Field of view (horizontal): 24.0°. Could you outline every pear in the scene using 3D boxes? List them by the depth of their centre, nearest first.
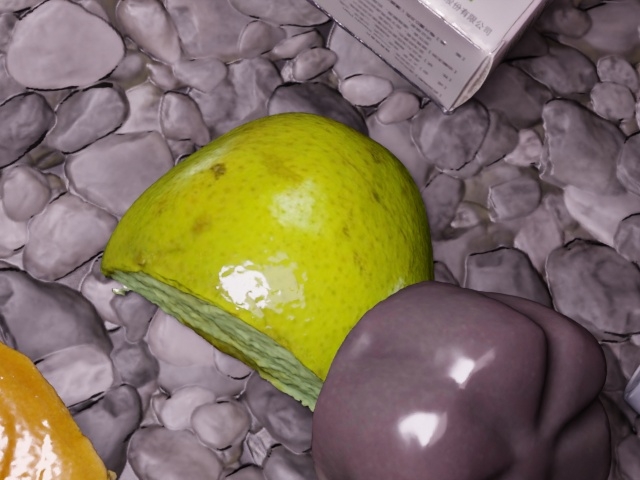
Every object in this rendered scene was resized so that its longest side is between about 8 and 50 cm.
[{"bbox_3d":[-0.002,-0.003,1.232,0.288,0.139,0.239,34,65,0],"label":"pear"}]

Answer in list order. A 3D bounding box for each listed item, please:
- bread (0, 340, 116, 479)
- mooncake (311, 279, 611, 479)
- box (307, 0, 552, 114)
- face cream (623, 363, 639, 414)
[{"bbox_3d":[-0.282,0.156,1.148,0.174,0.121,0.245,-40,86,-17],"label":"bread"},{"bbox_3d":[0.116,0.151,1.159,0.245,0.133,0.245,-13,111,-40],"label":"mooncake"},{"bbox_3d":[0.054,-0.290,1.303,0.333,0.145,0.173,39,71,3],"label":"box"},{"bbox_3d":[0.354,0.166,1.271,0.198,0.057,0.084,35,74,2],"label":"face cream"}]
